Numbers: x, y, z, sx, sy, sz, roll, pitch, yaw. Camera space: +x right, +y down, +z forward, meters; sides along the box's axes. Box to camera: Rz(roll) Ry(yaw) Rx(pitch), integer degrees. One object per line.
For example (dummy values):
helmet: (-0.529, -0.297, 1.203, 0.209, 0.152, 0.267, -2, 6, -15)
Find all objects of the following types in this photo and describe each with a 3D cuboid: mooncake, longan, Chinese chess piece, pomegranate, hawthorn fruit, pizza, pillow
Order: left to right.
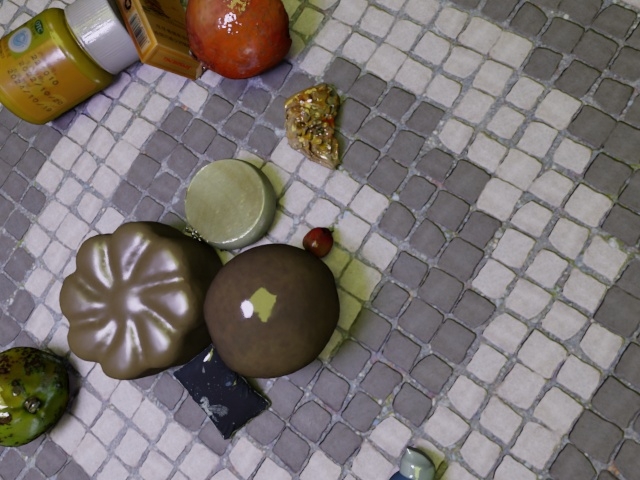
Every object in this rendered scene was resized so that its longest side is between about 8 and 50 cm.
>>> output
pomegranate: (-0.763, 0.366, 1.084, 0.276, 0.204, 0.222, 18, 67, 11)
mooncake: (-0.419, 0.139, 1.056, 0.378, 0.201, 0.379, -2, 82, 12)
pillow: (-0.232, 0.352, 1.033, 0.141, 0.055, 0.208, -38, 99, 3)
Chinese chess piece: (-0.227, -0.089, 1.108, 0.237, 0.092, 0.238, -2, 81, 10)
hawthorn fruit: (-0.221, -0.518, 1.103, 0.307, 0.276, 0.276, -42, 75, 17)
longan: (-0.100, 0.146, 0.956, 0.297, 0.297, 0.298, -2, 81, 11)
pizza: (-0.023, -0.285, 1.111, 0.147, 0.069, 0.227, -2, 81, 9)
hawthorn fruit: (-0.005, 0.003, 1.059, 0.077, 0.077, 0.077, -2, 81, 11)

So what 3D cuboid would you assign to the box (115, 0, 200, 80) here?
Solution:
box: (-0.427, -0.576, 1.180, 0.076, 0.174, 0.274, -33, 75, 28)

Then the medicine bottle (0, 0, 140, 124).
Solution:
medicine bottle: (-0.679, -0.498, 1.198, 0.384, 0.224, 0.225, -27, 77, 6)

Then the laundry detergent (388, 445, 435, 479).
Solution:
laundry detergent: (0.191, 0.584, 0.913, 0.143, 0.094, 0.290, 7, 83, 16)
